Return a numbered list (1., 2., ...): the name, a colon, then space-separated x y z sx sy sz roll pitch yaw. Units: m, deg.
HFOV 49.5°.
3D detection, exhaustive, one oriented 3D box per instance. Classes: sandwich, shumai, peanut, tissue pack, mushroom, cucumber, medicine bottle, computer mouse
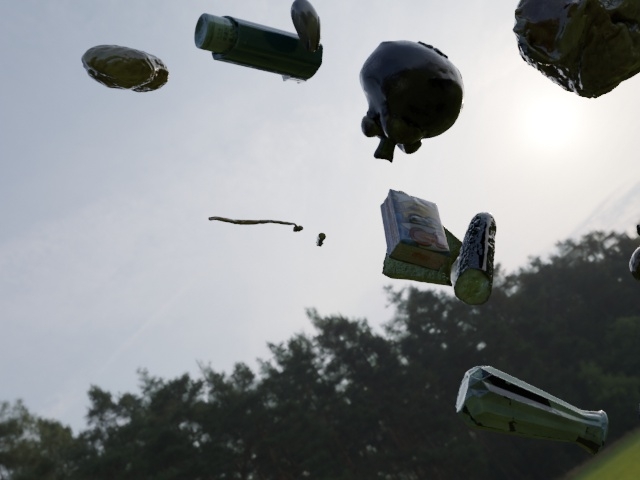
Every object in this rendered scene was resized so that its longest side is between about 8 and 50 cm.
1. sandwich: 0.293 -0.005 1.884 0.063 0.212 0.245 35 -115 -63
2. shumai: 0.466 -0.408 1.388 0.262 0.314 0.267 -12 -79 -27
3. peanut: -0.490 -0.438 1.778 0.233 0.197 0.110 -28 -56 -72
4. tissue pack: 0.185 -0.022 1.366 0.116 0.155 0.065 15 -50 -18
5. mushroom: -0.152 -0.045 1.711 0.286 0.026 0.028 7 -74 -43
6. cucumber: 0.318 0.025 1.410 0.241 0.074 0.074 -69 5 -47
7. medicine bottle: -0.107 -0.351 1.269 0.258 0.124 0.079 4 -87 -35
8. computer mouse: -0.020 -0.375 1.203 0.039 0.096 0.066 -23 -11 -11

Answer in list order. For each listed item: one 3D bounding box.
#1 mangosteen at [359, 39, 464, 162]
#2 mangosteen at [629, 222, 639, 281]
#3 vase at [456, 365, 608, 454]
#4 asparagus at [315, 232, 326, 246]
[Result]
1. mangosteen: 0.208 -0.332 1.660 0.233 0.287 0.287 -11 -34 -25
2. mangosteen: 0.780 0.094 1.404 0.297 0.293 0.297 -13 -74 -54
3. vase: 0.540 0.442 1.784 0.165 0.360 0.165 16 -90 -86
4. asparagus: 0.000 0.000 1.319 0.018 0.015 0.127 -17 -6 -5
